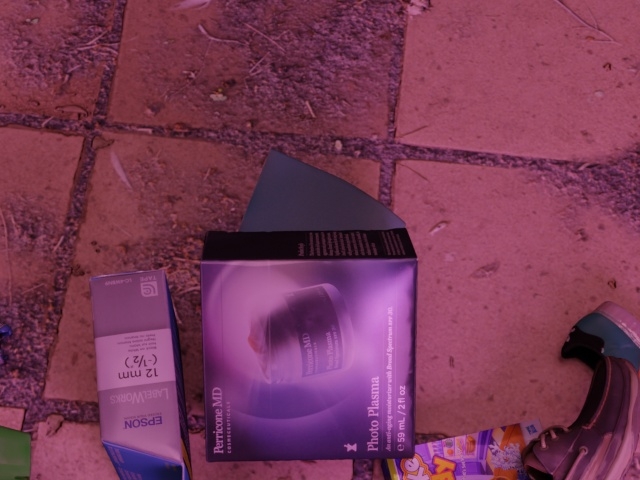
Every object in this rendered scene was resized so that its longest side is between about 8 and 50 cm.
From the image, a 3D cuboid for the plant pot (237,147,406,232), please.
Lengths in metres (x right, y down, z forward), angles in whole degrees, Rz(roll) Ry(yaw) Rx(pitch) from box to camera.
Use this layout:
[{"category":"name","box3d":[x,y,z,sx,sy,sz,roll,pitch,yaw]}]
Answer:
[{"category":"plant pot","box3d":[0.000,0.000,1.826,0.234,0.165,0.165,20,65,2]}]

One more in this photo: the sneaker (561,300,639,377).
[{"category":"sneaker","box3d":[0.486,0.229,1.758,0.121,0.108,0.302,-36,62,-16]}]

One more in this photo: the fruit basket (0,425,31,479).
[{"category":"fruit basket","box3d":[-0.576,0.418,1.565,0.392,0.283,0.392,9,61,-17]}]

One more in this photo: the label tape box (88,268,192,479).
[{"category":"label tape box","box3d":[-0.242,0.249,1.644,0.115,0.249,0.347,-5,64,-4]}]

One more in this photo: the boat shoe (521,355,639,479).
[{"category":"boat shoe","box3d":[0.342,0.306,1.611,0.130,0.132,0.355,20,62,4]}]

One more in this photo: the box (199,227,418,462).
[{"category":"box","box3d":[-0.017,0.145,1.667,0.294,0.183,0.296,-1,104,-1]}]

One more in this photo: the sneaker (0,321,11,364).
[{"category":"sneaker","box3d":[-0.504,0.178,1.785,0.058,0.052,0.135,15,65,1]}]

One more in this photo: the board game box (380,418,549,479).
[{"category":"board game box","box3d":[0.239,0.445,1.656,0.233,0.078,0.347,-11,65,-7]}]
